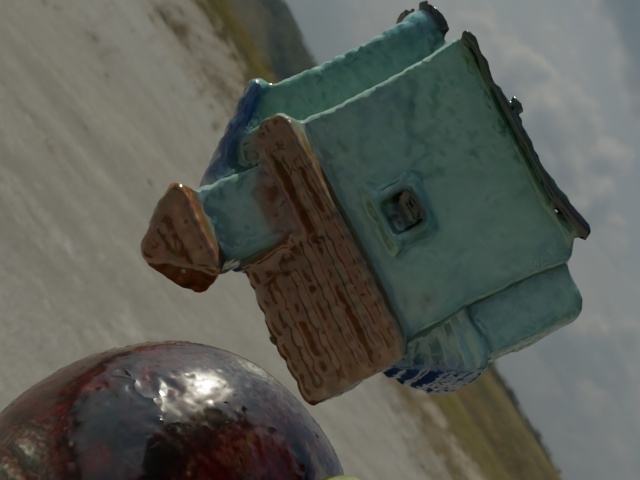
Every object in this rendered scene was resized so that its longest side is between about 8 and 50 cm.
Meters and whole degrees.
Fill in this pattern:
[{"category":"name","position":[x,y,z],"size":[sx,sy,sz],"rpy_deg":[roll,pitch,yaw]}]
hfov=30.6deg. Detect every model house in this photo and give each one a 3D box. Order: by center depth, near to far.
[{"category":"model house","position":[0.000,0.000,0.451],"size":[0.148,0.149,0.119],"rpy_deg":[65,-24,6]}]

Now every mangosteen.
[{"category":"mangosteen","position":[-0.076,0.161,0.549],"size":[0.216,0.216,0.216],"rpy_deg":[62,1,-2]}]
